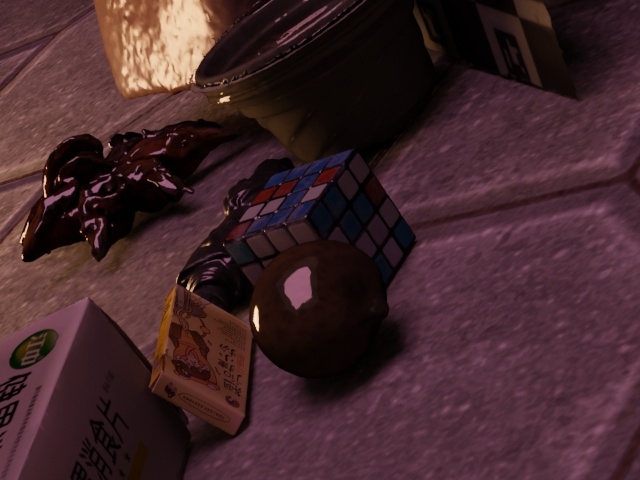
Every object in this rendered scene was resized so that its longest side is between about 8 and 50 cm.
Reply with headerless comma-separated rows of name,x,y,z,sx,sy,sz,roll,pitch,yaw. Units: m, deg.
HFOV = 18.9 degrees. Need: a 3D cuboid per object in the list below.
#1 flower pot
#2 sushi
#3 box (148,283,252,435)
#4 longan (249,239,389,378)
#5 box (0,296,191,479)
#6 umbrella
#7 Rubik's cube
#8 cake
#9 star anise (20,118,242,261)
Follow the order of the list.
flower pot,0.010,-0.157,1.733,0.235,0.141,0.235,-29,20,12
sushi,0.135,-0.300,1.659,0.100,0.296,0.373,-27,20,-12
box,-0.088,0.088,1.447,0.020,0.073,0.149,-54,15,22
longan,0.001,0.049,1.368,0.113,0.092,0.113,-20,26,11
box,-0.212,0.196,1.304,0.173,0.145,0.333,-26,22,18
umbrella,-0.071,0.007,1.619,0.066,0.059,0.236,-42,13,33
Rubik's cube,0.000,0.000,1.474,0.092,0.092,0.092,-16,27,41
cake,-0.088,-0.284,1.978,0.237,0.230,0.309,-19,8,-33
star anise,-0.210,-0.072,1.936,0.272,0.102,0.272,-27,20,11
